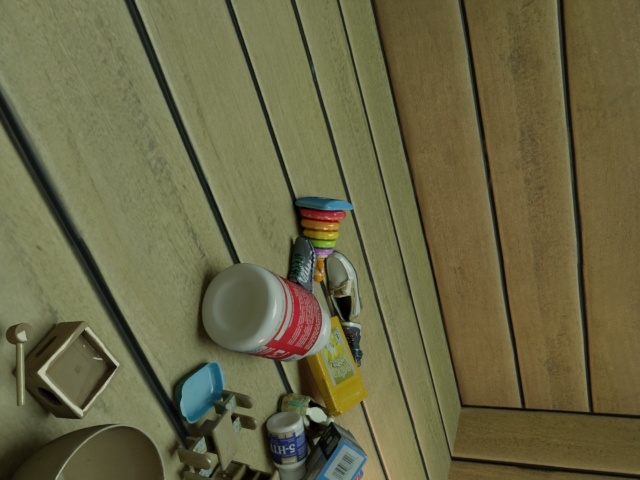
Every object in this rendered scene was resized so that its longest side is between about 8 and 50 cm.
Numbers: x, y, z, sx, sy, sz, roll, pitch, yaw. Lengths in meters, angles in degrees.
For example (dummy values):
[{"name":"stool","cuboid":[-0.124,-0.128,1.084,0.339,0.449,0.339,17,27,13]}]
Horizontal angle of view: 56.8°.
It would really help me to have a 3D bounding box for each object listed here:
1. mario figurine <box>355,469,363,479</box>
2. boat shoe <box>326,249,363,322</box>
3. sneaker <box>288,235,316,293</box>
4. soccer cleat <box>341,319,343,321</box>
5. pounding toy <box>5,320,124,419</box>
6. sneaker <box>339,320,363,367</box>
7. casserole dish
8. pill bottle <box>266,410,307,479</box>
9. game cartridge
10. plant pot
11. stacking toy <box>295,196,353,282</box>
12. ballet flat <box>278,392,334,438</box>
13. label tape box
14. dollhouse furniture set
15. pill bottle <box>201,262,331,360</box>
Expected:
[{"name":"mario figurine","cuboid":[0.062,0.863,2.172,0.198,0.170,0.320,58,-3,31]},{"name":"boat shoe","cuboid":[0.089,0.180,2.278,0.103,0.113,0.302,-55,131,-50]},{"name":"sneaker","cuboid":[-0.068,0.099,1.994,0.098,0.083,0.224,-10,97,-60]},{"name":"soccer cleat","cuboid":[0.096,0.294,2.383,0.036,0.029,0.083,61,31,-28]},{"name":"pounding toy","cuboid":[-0.492,0.224,1.057,0.206,0.094,0.181,61,39,-27]},{"name":"sneaker","cuboid":[0.115,0.411,2.310,0.226,0.086,0.164,62,32,-62]},{"name":"casserole dish","cuboid":[-0.306,0.379,1.490,0.188,0.037,0.114,-31,115,-63]},{"name":"pill bottle","cuboid":[-0.098,0.633,1.816,0.112,0.112,0.187,-31,115,-62]},{"name":"game cartridge","cuboid":[0.049,0.439,2.104,0.285,0.052,0.324,-1,66,-65]},{"name":"plant pot","cuboid":[-0.434,0.458,1.021,0.284,0.190,0.284,-4,90,-66]},{"name":"stacking toy","cuboid":[0.000,0.000,2.096,0.175,0.165,0.302,-6,103,-50]},{"name":"ballet flat","cuboid":[-0.019,0.597,1.989,0.348,0.123,0.123,50,43,-53]},{"name":"label tape box","cuboid":[0.015,0.719,1.895,0.241,0.106,0.333,-55,-175,-8]},{"name":"dollhouse furniture set","cuboid":[-0.211,0.542,1.481,0.212,0.161,0.242,-50,140,-53]},{"name":"pill bottle","cuboid":[-0.129,0.218,1.665,0.407,0.229,0.229,34,57,-60]}]
